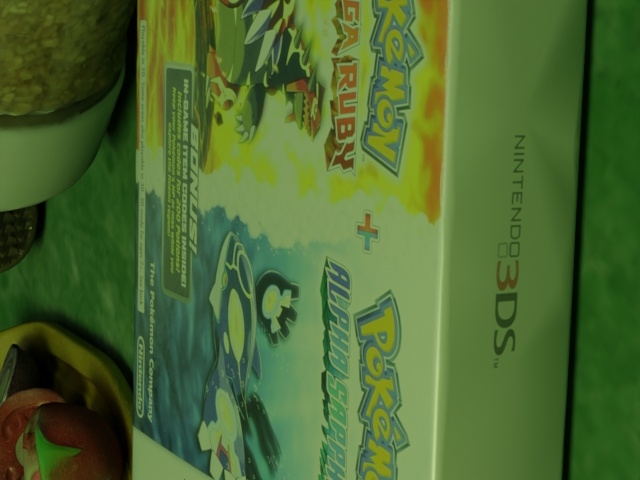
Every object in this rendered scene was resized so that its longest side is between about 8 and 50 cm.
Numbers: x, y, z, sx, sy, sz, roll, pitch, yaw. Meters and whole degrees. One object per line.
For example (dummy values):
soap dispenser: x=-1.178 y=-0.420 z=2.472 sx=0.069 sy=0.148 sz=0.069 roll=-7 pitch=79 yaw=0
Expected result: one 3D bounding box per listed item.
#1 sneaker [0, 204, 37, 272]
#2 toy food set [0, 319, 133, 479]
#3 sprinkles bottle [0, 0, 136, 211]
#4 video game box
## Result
sneaker: x=-0.169 y=-0.080 z=0.719 sx=0.071 sy=0.066 sz=0.188 roll=18 pitch=108 yaw=60
toy food set: x=-0.126 y=0.109 z=0.656 sx=0.218 sy=0.071 sz=0.128 roll=17 pitch=107 yaw=59
sprinkles bottle: x=-0.091 y=-0.172 z=0.518 sx=0.121 sy=0.121 sz=0.355 roll=63 pitch=142 yaw=36
video game box: x=0.000 y=0.000 z=0.450 sx=0.187 sy=0.048 sz=0.205 roll=14 pitch=105 yaw=57
